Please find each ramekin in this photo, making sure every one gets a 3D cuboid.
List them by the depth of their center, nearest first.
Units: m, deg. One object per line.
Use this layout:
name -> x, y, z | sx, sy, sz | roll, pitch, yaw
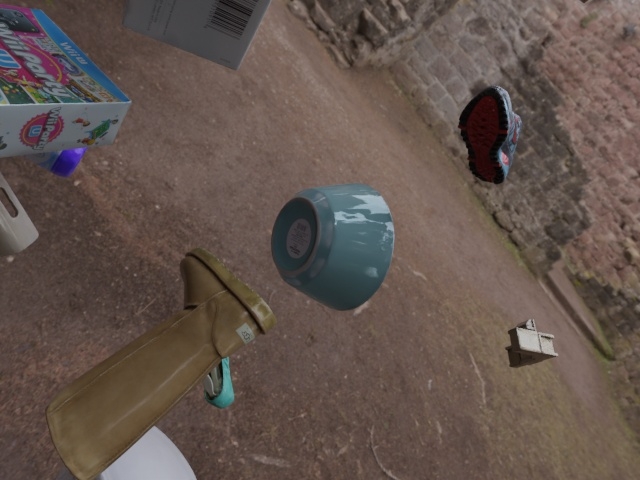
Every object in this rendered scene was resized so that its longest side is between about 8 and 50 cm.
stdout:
ramekin -> -0.338, 0.456, 0.761 | 0.273, 0.127, 0.273 | 48, -6, 6

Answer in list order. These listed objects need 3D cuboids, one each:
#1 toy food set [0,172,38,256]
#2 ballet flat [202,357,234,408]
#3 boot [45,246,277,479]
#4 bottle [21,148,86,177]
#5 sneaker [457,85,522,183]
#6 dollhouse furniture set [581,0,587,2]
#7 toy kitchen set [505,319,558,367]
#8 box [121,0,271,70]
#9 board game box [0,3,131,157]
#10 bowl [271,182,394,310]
toy food set -> -0.801, -0.060, 0.902 | 0.092, 0.306, 0.220 | -106, -171, -49
ballet flat -> -0.300, 0.340, 1.211 | 0.087, 0.083, 0.247 | 45, 22, -59
boot -> -0.223, 0.133, 0.576 | 0.236, 0.269, 0.089 | 23, -37, 49
bottle -> -0.608, -0.235, 0.845 | 0.282, 0.118, 0.092 | 33, 57, -30
sneaker -> 0.369, -0.242, 0.930 | 0.104, 0.125, 0.262 | 24, -18, 30
dollhouse furniture set -> 0.481, -0.521, 0.739 | 0.151, 0.123, 0.144 | 22, 35, -60
toy kitchen set -> 0.308, 0.154, 0.685 | 0.075, 0.083, 0.068 | 14, 58, -18
box -> -0.172, -0.381, 0.627 | 0.181, 0.181, 0.119 | 11, 50, -32
board game box -> -0.453, -0.215, 0.568 | 0.224, 0.097, 0.303 | 44, 29, 5
bowl -> 0.000, 0.000, 1.003 | 0.163, 0.311, 0.312 | 13, 46, -39
